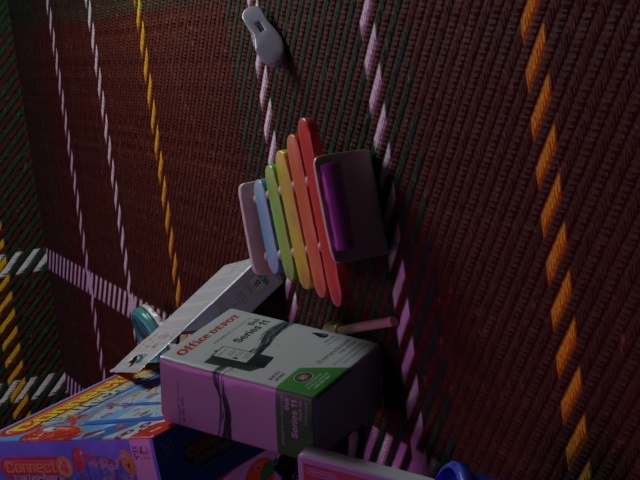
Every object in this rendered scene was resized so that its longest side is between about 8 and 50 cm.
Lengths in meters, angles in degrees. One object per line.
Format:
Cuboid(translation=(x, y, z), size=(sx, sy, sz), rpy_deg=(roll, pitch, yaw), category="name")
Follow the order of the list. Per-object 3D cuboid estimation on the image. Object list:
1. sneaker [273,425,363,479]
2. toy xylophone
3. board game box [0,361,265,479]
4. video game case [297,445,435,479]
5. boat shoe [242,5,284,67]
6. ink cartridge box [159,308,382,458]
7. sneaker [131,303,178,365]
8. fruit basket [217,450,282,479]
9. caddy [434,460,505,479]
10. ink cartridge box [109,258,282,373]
Cuboid(translation=(-0.007, 0.259, 1.930), size=(0.084, 0.097, 0.235), rpy_deg=(-138, 42, -60), category="sneaker")
Cuboid(translation=(0.000, 0.000, 1.804), size=(0.323, 0.081, 0.236), rpy_deg=(144, 113, -69), category="toy xylophone")
Cuboid(translation=(-0.206, 0.232, 1.987), size=(0.302, 0.308, 0.086), rpy_deg=(-6, 101, 37), category="board game box")
Cuboid(translation=(0.072, 0.367, 1.695), size=(0.204, 0.025, 0.285), rpy_deg=(11, 116, 28), category="video game case")
Cuboid(translation=(-0.066, -0.242, 1.951), size=(0.100, 0.035, 0.035), rpy_deg=(60, 180, 36), category="boat shoe")
Cuboid(translation=(-0.056, 0.159, 1.799), size=(0.208, 0.153, 0.087), rpy_deg=(11, 116, 29), category="ink cartridge box")
Cuboid(translation=(-0.283, 0.244, 2.690), size=(0.107, 0.110, 0.275), rpy_deg=(165, 95, -71), category="sneaker")
Cuboid(translation=(-0.191, 0.321, 2.233), size=(0.353, 0.165, 0.327), rpy_deg=(-54, 33, 9), category="fruit basket")
Cuboid(translation=(0.117, 0.343, 1.380), size=(0.341, 0.179, 0.241), rpy_deg=(107, 171, -47), category="caddy")
Cuboid(translation=(-0.166, 0.116, 2.136), size=(0.056, 0.225, 0.181), rpy_deg=(48, 163, -10), category="ink cartridge box")
